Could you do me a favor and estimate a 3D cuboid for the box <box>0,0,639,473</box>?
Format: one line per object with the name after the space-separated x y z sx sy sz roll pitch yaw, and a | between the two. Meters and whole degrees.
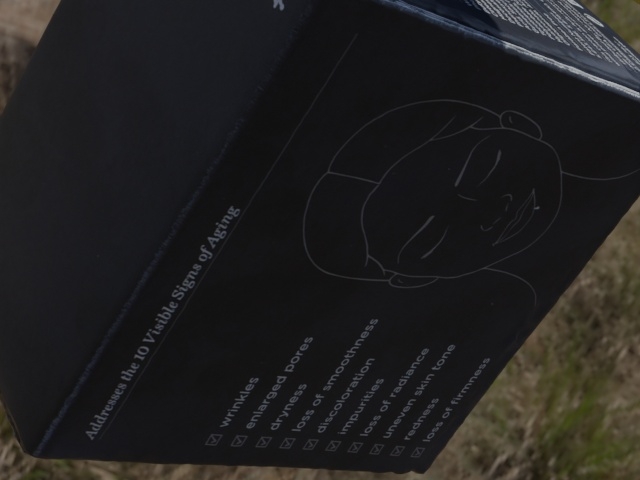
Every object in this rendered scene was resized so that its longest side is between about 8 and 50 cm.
-0.009 -0.054 1.201 0.472 0.480 0.297 10 32 -44 | box

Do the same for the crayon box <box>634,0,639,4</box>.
0.292 -0.472 1.417 0.363 0.313 0.106 34 16 11 | crayon box
